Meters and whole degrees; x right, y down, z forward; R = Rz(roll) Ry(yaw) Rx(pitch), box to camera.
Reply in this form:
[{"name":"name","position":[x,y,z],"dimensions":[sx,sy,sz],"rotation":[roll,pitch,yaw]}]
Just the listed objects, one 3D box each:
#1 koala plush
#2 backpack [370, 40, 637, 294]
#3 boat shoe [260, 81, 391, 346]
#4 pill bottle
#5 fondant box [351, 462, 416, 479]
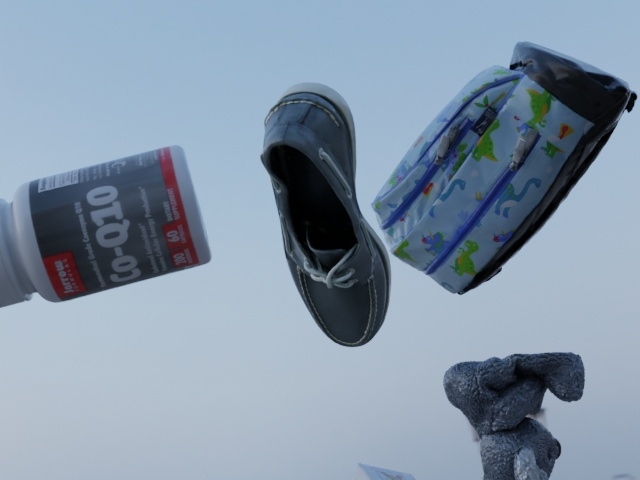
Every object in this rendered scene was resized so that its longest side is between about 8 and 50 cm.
[{"name":"koala plush","position":[0.296,0.298,1.475],"dimensions":[0.203,0.221,0.196],"rotation":[0,-17,-13]},{"name":"backpack","position":[0.236,-0.098,1.311],"dimensions":[0.273,0.356,0.290],"rotation":[22,17,3]},{"name":"boat shoe","position":[0.000,0.000,0.982],"dimensions":[0.116,0.099,0.320],"rotation":[1,-55,18]},{"name":"pill bottle","position":[-0.293,-0.012,1.211],"dimensions":[0.283,0.161,0.161],"rotation":[-15,-18,-5]},{"name":"fondant box","position":[0.104,0.470,1.208],"dimensions":[0.096,0.238,0.330],"rotation":[15,10,-23]}]
